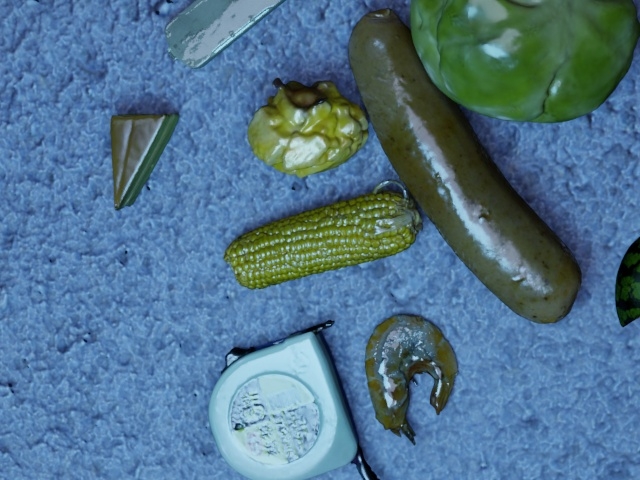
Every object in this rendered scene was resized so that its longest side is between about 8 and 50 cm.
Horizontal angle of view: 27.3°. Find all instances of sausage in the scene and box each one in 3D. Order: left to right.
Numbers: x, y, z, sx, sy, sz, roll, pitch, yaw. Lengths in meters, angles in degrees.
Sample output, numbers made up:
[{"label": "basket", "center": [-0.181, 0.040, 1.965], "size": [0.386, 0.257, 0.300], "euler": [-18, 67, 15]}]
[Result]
[{"label": "sausage", "center": [0.185, -0.092, 1.815], "size": [0.136, 0.123, 0.500], "euler": [-36, 90, 0]}]

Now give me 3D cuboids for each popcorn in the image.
[{"label": "popcorn", "center": [-0.018, -0.154, 1.828], "size": [0.167, 0.148, 0.152], "euler": [-16, 125, -4]}]

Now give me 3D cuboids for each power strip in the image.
[{"label": "power strip", "center": [-0.125, -0.332, 1.880], "size": [0.227, 0.029, 0.080], "euler": [-37, 88, 11]}]

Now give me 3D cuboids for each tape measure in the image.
[{"label": "tape measure", "center": [-0.026, 0.307, 1.901], "size": [0.215, 0.098, 0.351], "euler": [-19, 90, 8]}]

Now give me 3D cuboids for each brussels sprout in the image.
[{"label": "brussels sprout", "center": [0.256, -0.295, 1.722], "size": [0.274, 0.242, 0.316], "euler": [-27, 91, 4]}]

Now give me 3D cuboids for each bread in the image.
[{"label": "bread", "center": [-0.251, -0.114, 1.899], "size": [0.084, 0.074, 0.139], "euler": [0, 95, 11]}]

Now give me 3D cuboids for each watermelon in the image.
[{"label": "watermelon", "center": [0.459, 0.068, 1.833], "size": [0.094, 0.125, 0.135], "euler": [7, 130, -22]}]

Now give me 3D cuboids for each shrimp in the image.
[{"label": "shrimp", "center": [0.130, 0.200, 1.892], "size": [0.133, 0.051, 0.187], "euler": [-2, 93, 9]}]

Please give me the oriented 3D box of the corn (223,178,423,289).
[{"label": "corn", "center": [0.000, 0.000, 1.864], "size": [0.293, 0.106, 0.106], "euler": [-17, 94, 10]}]
